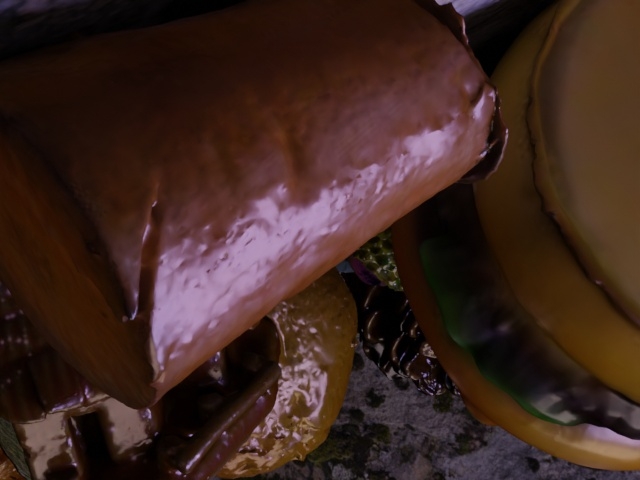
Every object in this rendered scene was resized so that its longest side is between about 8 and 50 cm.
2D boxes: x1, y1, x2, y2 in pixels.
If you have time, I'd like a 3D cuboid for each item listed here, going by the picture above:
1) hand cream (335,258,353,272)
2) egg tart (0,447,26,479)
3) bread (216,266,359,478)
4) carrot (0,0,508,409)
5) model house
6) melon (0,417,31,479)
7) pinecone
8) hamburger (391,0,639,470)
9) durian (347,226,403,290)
[{"bbox_3d":[-0.001,0.000,1.641,0.052,0.075,0.248,-22,170,13],"label":"hand cream"},{"bbox_3d":[-0.282,0.167,1.540,0.297,0.132,0.297,-35,142,-33],"label":"egg tart"},{"bbox_3d":[-0.082,0.097,1.450,0.240,0.240,0.139,-22,-173,-22],"label":"bread"},{"bbox_3d":[-0.046,-0.052,0.823,0.254,0.196,0.196,-32,176,-25],"label":"carrot"},{"bbox_3d":[-0.137,0.054,1.147,0.199,0.219,0.229,-16,128,-2],"label":"model house"},{"bbox_3d":[-0.216,0.161,1.420,0.140,0.202,0.093,14,-128,31],"label":"melon"},{"bbox_3d":[0.134,0.062,1.832,0.244,0.257,0.243,2,143,2],"label":"pinecone"},{"bbox_3d":[0.263,-0.014,1.261,0.396,0.395,0.277,-21,170,-30],"label":"hamburger"},{"bbox_3d":[0.082,-0.008,1.594,0.119,0.108,0.187,-28,-177,13],"label":"durian"}]
